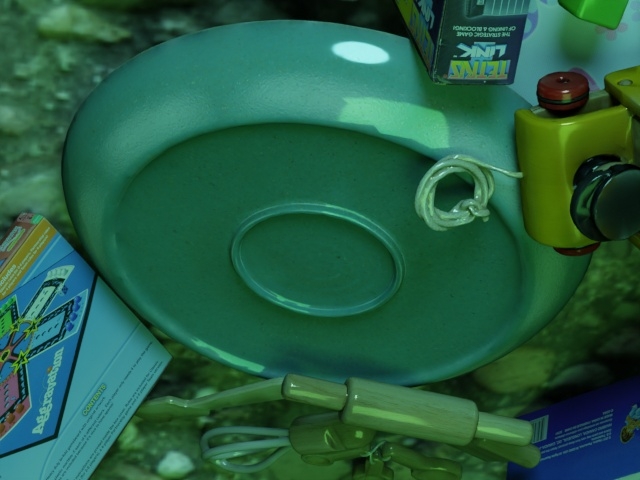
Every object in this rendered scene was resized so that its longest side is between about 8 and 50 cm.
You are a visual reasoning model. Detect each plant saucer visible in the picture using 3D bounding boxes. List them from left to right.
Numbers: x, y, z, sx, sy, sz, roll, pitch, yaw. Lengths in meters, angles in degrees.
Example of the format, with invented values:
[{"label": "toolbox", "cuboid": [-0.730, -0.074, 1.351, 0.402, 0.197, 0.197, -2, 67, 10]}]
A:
[{"label": "plant saucer", "cuboid": [0.000, 0.000, 1.048, 0.317, 0.043, 0.317, 7, 141, 6]}]

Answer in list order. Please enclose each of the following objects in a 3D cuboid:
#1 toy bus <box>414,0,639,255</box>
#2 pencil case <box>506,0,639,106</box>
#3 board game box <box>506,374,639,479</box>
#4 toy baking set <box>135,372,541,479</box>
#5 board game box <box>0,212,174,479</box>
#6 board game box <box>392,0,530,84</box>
[{"label": "toy bus", "cuboid": [0.186, -0.037, 0.926, 0.191, 0.104, 0.202, 30, 101, -26]}, {"label": "pencil case", "cuboid": [0.152, -0.165, 0.993, 0.124, 0.113, 0.273, 14, 122, -8]}, {"label": "board game box", "cuboid": [0.327, 0.153, 1.186, 0.233, 0.078, 0.347, 31, 142, -29]}, {"label": "toy baking set", "cuboid": [0.012, 0.131, 1.170, 0.256, 0.030, 0.197, 14, 154, -17]}, {"label": "board game box", "cuboid": [-0.211, 0.136, 1.075, 0.281, 0.027, 0.145, -56, 130, -23]}, {"label": "board game box", "cuboid": [0.069, -0.182, 0.926, 0.048, 0.170, 0.141, -2, 127, -12]}]
